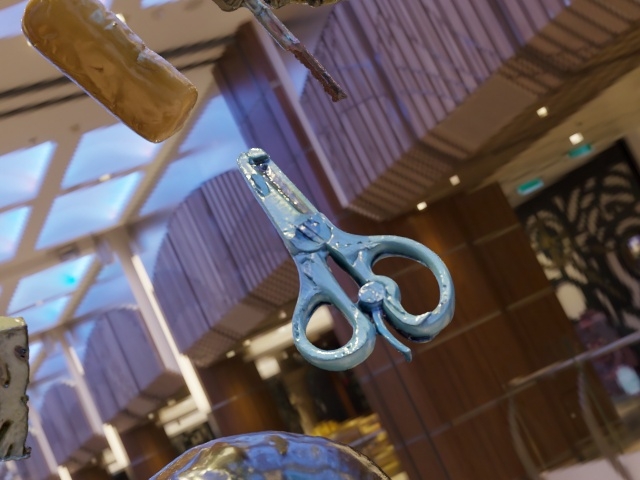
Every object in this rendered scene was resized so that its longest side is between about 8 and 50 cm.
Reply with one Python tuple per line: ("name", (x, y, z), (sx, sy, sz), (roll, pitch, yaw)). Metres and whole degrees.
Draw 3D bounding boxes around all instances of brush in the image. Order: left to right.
("brush", (-0.074, -0.279, 1.223), (0.071, 0.301, 0.084), (-48, 12, -10))

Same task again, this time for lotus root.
("lotus root", (-0.343, 0.146, 1.036), (0.070, 0.143, 0.144), (-2, 2, -27))

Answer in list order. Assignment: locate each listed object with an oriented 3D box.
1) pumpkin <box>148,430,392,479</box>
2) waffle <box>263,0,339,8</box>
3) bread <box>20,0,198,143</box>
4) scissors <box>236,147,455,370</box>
("pumpkin", (-0.062, 0.457, 1.302), (0.454, 0.454, 0.344), (-19, -27, -35))
("waffle", (-0.032, -0.390, 1.482), (0.317, 0.073, 0.297), (-10, 22, -29))
("bread", (-0.337, -0.280, 1.622), (0.142, 0.305, 0.091), (-41, 14, 40))
("scissors", (0.000, 0.000, 1.148), (0.180, 0.393, 0.032), (-29, -43, -10))
